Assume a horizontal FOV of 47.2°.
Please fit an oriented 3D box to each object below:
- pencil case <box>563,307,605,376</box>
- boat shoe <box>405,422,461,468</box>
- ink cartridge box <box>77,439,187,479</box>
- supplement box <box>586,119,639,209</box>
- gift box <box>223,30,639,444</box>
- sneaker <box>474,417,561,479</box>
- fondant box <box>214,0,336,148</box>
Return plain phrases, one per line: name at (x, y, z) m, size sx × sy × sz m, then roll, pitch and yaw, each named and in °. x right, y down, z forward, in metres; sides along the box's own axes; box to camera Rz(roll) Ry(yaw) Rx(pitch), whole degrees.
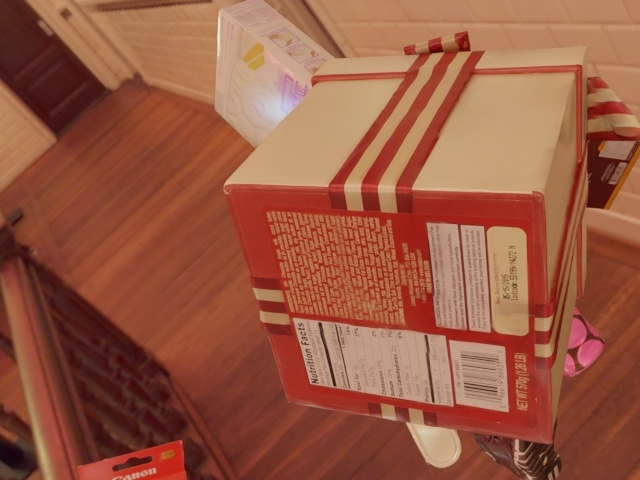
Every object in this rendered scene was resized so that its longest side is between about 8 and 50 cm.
pencil case at (0.358, 0.130, 1.173) m, size 0.095 × 0.209 × 0.098 m, roll -38°, pitch 15°, yaw 48°
boat shoe at (0.204, 0.329, 1.531) m, size 0.109 × 0.091 × 0.305 m, roll -24°, pitch 65°, yaw 2°
ink cartridge box at (-0.313, 0.463, 1.270) m, size 0.181 × 0.224 × 0.056 m, roll -10°, pitch 35°, yaw -21°
supplement box at (0.524, -0.178, 1.487) m, size 0.129 × 0.194 × 0.191 m, roll 51°, pitch 129°, yaw 46°
gift box at (0.114, -0.007, 0.603) m, size 0.277 × 0.255 × 0.258 m, roll 7°, pitch 38°, yaw 20°
sneaker at (0.334, 0.345, 1.320) m, size 0.163 × 0.281 × 0.106 m, roll 26°, pitch 58°, yaw 41°
fondant box at (-0.063, -0.260, 1.363) m, size 0.096 × 0.238 × 0.330 m, roll -30°, pitch 60°, yaw -31°
